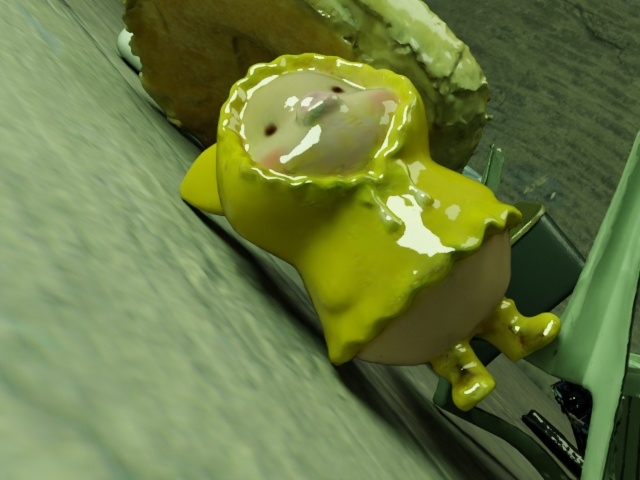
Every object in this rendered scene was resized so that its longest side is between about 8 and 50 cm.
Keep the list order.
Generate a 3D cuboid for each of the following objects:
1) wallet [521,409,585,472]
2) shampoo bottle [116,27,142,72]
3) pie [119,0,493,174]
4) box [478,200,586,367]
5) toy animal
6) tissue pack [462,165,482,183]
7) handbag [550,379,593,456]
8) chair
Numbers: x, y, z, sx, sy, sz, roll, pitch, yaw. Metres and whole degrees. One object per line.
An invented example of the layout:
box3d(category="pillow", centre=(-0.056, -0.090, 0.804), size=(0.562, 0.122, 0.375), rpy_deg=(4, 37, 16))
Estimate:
box3d(category="wallet", centre=(0.408, 0.357, 1.006), size=(0.146, 0.030, 0.285), rpy_deg=(37, 9, -49))
box3d(category="shampoo bottle", centre=(-0.137, -0.160, 0.823), size=(0.221, 0.051, 0.108), rpy_deg=(43, 3, -4))
box3d(category="pie", centre=(-0.028, -0.132, 0.601), size=(0.340, 0.083, 0.339), rpy_deg=(24, -24, 11))
box3d(category="box", centre=(0.184, 0.057, 0.774), size=(0.090, 0.201, 0.144), rpy_deg=(48, 4, -1))
box3d(category="toy animal", centre=(0.032, -0.008, 0.422), size=(0.229, 0.156, 0.156), rpy_deg=(50, 7, 18))
box3d(category="tissue pack", centre=(0.087, -0.065, 0.945), size=(0.173, 0.236, 0.073), rpy_deg=(47, -38, 34))
box3d(category="handbag", centre=(0.472, 0.319, 1.126), size=(0.207, 0.127, 0.228), rpy_deg=(59, -2, -18))
box3d(category="chair", centre=(0.194, 0.087, 0.489), size=(0.191, 0.274, 0.203), rpy_deg=(19, 1, -18))
